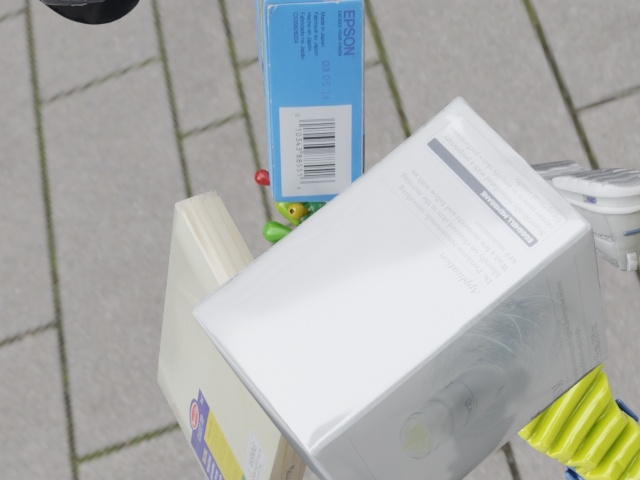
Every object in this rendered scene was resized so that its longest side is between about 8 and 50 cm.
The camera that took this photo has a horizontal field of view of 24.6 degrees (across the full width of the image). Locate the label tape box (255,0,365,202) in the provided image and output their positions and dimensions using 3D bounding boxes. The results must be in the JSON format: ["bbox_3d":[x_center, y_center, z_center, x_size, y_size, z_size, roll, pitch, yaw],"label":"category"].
[{"bbox_3d":[-0.016,-0.231,1.632,0.106,0.240,0.333,-3,34,-3],"label":"label tape box"}]

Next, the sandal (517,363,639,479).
[{"bbox_3d":[0.252,0.179,1.510,0.126,0.317,0.138,-44,17,-10],"label":"sandal"}]

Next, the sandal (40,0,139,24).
[{"bbox_3d":[-0.322,-0.326,1.811,0.054,0.255,0.097,34,104,43],"label":"sandal"}]

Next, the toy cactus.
[{"bbox_3d":[0.000,0.000,1.935,0.181,0.219,0.112,8,40,23],"label":"toy cactus"}]

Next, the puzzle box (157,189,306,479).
[{"bbox_3d":[-0.100,0.164,1.663,0.052,0.409,0.272,-20,63,-21],"label":"puzzle box"}]

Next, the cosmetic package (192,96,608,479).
[{"bbox_3d":[0.065,0.065,0.995,0.225,0.224,0.138,-38,62,-6],"label":"cosmetic package"}]

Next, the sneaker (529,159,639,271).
[{"bbox_3d":[0.269,-0.027,1.671,0.105,0.115,0.281,-8,10,-18],"label":"sneaker"}]
